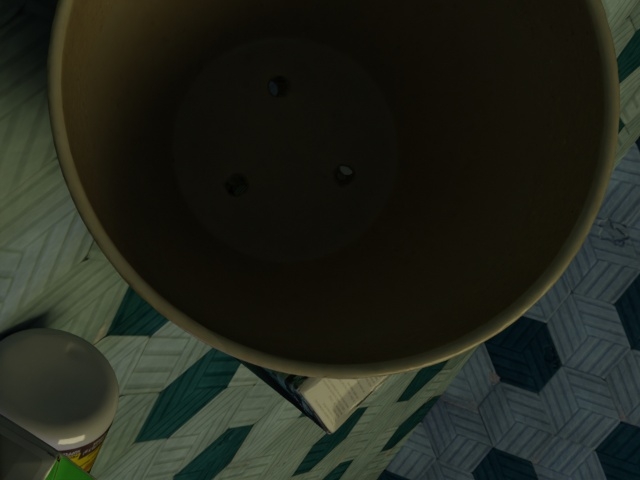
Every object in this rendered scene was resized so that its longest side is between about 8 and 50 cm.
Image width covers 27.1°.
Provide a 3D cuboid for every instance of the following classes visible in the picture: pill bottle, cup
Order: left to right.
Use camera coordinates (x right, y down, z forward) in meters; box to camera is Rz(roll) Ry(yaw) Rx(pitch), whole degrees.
[{"bbox_3d":[-0.254,0.180,1.144,0.117,0.117,0.215,-30,158,-42],"label":"pill bottle"},{"bbox_3d":[-0.008,-0.077,0.864,0.331,0.331,0.237,-42,-177,-12],"label":"cup"}]

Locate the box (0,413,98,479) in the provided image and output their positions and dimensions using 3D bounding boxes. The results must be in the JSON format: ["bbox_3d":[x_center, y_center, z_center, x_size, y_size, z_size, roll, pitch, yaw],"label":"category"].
[{"bbox_3d":[-0.256,0.147,0.825,0.127,0.231,0.262,-60,170,-15],"label":"box"}]

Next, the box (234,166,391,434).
[{"bbox_3d":[0.000,0.000,1.058,0.232,0.322,0.058,-42,121,-13],"label":"box"}]
